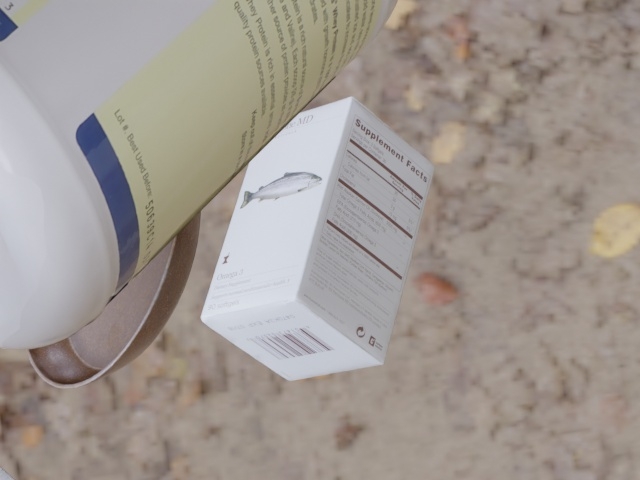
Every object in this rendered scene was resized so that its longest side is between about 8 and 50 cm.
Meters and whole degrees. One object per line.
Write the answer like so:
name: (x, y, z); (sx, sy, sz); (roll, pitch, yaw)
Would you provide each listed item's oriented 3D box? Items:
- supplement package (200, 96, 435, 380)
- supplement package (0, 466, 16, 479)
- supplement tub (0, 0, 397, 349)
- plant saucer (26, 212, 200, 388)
supplement package: (0.000, 0.000, 1.448); (0.105, 0.105, 0.179); (-15, 49, 43)
supplement package: (-0.236, 0.129, 0.665); (0.262, 0.204, 0.145); (38, 122, 17)
supplement tub: (-0.104, -0.131, 0.924); (0.235, 0.325, 0.235); (31, 148, 22)
plant saucer: (-0.115, 0.004, 1.076); (0.168, 0.029, 0.168); (-30, 52, 46)
